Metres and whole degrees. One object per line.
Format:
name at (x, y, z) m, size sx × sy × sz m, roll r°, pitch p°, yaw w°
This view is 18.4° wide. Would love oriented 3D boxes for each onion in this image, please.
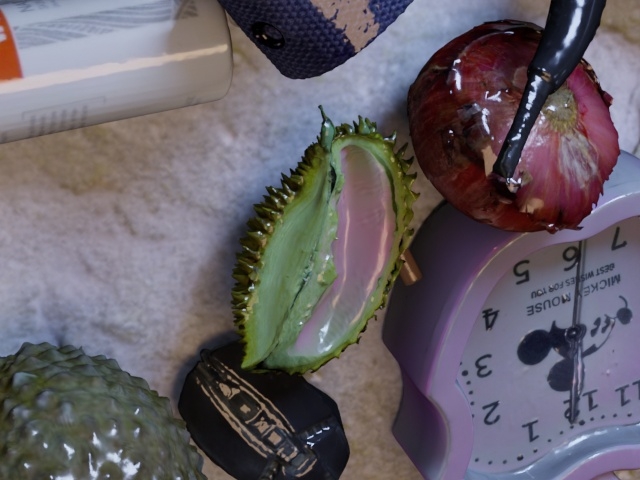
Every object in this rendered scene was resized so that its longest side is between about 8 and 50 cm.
onion at (0.146, -0.081, 1.580) m, size 0.184 × 0.184 × 0.147 m, roll -2°, pitch 157°, yaw -25°

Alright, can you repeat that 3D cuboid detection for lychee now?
lychee at (-0.207, 0.202, 1.474) m, size 0.255 × 0.274 × 0.255 m, roll -9°, pitch 149°, yaw -6°

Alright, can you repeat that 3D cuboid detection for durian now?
durian at (-0.003, -0.004, 1.575) m, size 0.137 × 0.095 × 0.221 m, roll 5°, pitch 112°, yaw -46°

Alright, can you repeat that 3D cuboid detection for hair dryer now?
hair dryer at (0.212, -0.166, 1.518) m, size 0.359 × 0.120 × 0.304 m, roll -63°, pitch 141°, yaw -25°

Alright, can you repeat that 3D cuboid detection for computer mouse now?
computer mouse at (-0.039, 0.160, 1.658) m, size 0.106 × 0.062 × 0.192 m, roll -44°, pitch 126°, yaw 0°

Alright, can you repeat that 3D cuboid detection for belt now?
belt at (0.014, -0.232, 1.411) m, size 0.126 × 0.139 × 0.230 m, roll 49°, pitch 63°, yaw -29°

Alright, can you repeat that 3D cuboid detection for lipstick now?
lipstick at (0.055, -0.007, 1.625) m, size 0.019 × 0.019 × 0.094 m, roll -31°, pitch 104°, yaw -9°

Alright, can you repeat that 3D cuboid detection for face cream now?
face cream at (-0.238, -0.116, 1.400) m, size 0.345 × 0.102 × 0.102 m, roll -12°, pitch 119°, yaw -21°

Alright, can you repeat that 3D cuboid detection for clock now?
clock at (0.216, 0.087, 1.720) m, size 0.338 × 0.102 × 0.338 m, roll -11°, pitch 120°, yaw -20°
